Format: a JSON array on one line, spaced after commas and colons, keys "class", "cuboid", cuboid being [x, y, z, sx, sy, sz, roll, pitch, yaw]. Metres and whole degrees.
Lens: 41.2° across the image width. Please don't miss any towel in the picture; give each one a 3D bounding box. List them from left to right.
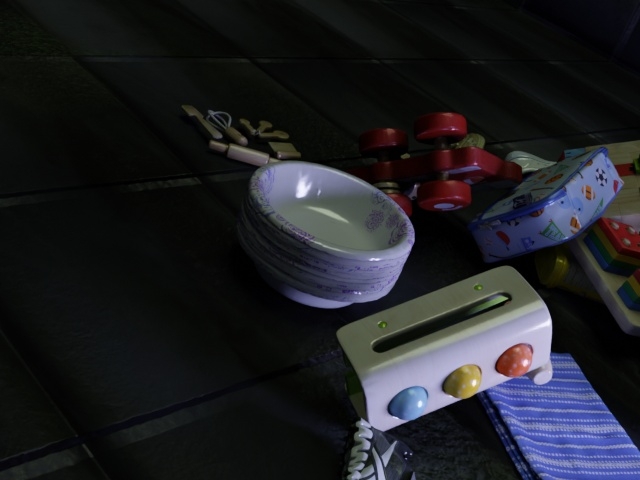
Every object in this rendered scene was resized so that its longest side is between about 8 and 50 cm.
[{"class": "towel", "cuboid": [0.364, 0.273, 1.287, 0.243, 0.040, 0.336, 8, 32, -23]}]

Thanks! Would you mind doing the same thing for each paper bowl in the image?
[{"class": "paper bowl", "cuboid": [0.000, 0.000, 1.395, 0.284, 0.148, 0.284, 15, 29, -9]}]

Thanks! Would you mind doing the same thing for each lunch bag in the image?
[{"class": "lunch bag", "cuboid": [0.435, -0.068, 1.679, 0.303, 0.243, 0.115, -32, 99, -38]}]

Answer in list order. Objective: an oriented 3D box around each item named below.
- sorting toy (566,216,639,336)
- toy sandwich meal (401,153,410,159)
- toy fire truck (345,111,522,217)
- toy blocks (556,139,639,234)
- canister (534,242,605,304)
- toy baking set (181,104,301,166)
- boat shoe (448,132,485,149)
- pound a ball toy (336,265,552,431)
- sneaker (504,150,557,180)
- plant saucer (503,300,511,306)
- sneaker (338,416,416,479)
[{"class": "sorting toy", "cuboid": [0.631, 0.073, 1.612, 0.255, 0.089, 0.257, 14, 36, -27]}, {"class": "toy sandwich meal", "cuboid": [0.186, -0.172, 1.918, 0.085, 0.029, 0.086, 16, 30, -9]}, {"class": "toy fire truck", "cuboid": [0.216, -0.123, 1.679, 0.302, 0.170, 0.253, -10, -15, 34]}, {"class": "toy blocks", "cuboid": [0.620, -0.097, 1.902, 0.260, 0.191, 0.381, -6, 36, 16]}, {"class": "canister", "cuboid": [0.527, 0.063, 1.704, 0.169, 0.073, 0.126, 19, 31, -6]}, {"class": "toy baking set", "cuboid": [-0.168, -0.214, 1.768, 0.256, 0.030, 0.197, 13, 27, -15]}, {"class": "boat shoe", "cuboid": [0.310, -0.183, 1.942, 0.089, 0.105, 0.285, 26, 30, 3]}, {"class": "pound a ball toy", "cuboid": [0.197, 0.180, 1.183, 0.319, 0.208, 0.136, -19, 42, -11]}, {"class": "sneaker", "cuboid": [0.566, -0.139, 2.069, 0.258, 0.094, 0.091, 11, 49, -8]}, {"class": "plant saucer", "cuboid": [0.368, 0.139, 1.537, 0.083, 0.013, 0.083, 17, 29, -10]}, {"class": "sneaker", "cuboid": [0.068, 0.304, 1.006, 0.106, 0.078, 0.234, 19, 27, 1]}]
